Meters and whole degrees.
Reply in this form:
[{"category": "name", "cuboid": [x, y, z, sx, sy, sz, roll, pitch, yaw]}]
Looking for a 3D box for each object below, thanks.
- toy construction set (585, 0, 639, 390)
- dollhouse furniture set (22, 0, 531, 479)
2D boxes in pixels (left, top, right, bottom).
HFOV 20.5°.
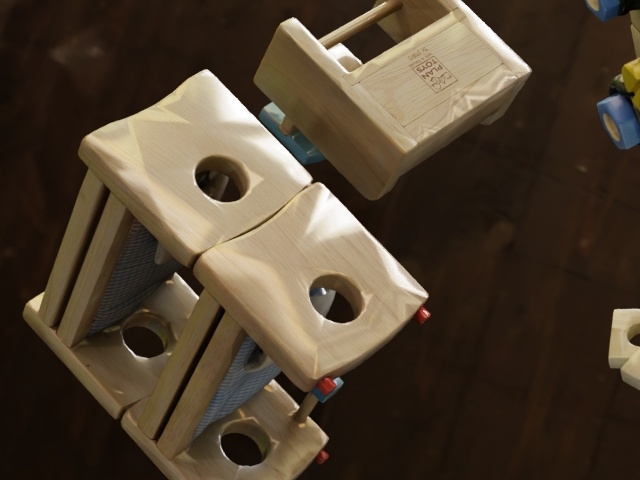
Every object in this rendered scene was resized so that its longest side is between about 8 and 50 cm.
[{"category": "toy construction set", "cuboid": [0.212, -0.065, 0.897, 0.327, 0.151, 0.215, 89, -22, -44]}, {"category": "dollhouse furniture set", "cuboid": [0.000, 0.000, 0.723, 0.129, 0.184, 0.129, 46, -37, 13]}]
